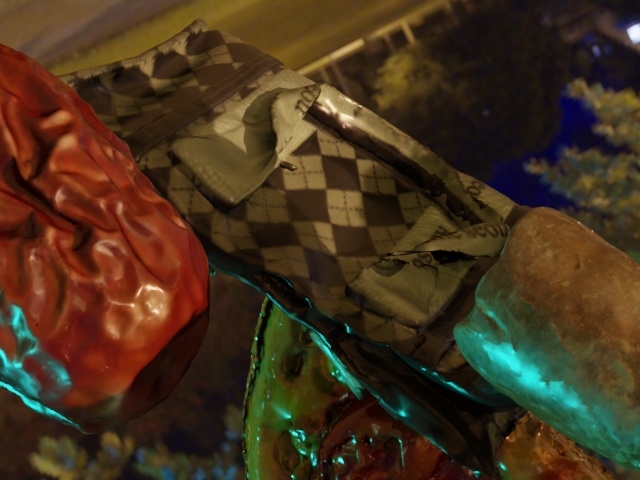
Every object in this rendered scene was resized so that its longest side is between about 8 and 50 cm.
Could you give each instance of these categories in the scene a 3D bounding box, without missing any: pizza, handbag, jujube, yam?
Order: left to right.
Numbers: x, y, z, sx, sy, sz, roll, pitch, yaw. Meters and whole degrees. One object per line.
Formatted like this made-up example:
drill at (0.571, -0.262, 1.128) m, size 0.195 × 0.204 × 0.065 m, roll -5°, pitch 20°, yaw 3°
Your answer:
jujube at (-0.154, -0.003, 0.716) m, size 0.155 × 0.230 × 0.155 m, roll -41°, pitch 154°, yaw -25°
handbag at (0.000, 0.000, 1.010) m, size 0.180 × 0.416 × 0.317 m, roll -63°, pitch 172°, yaw 20°
pizza at (0.104, 0.214, 1.194) m, size 0.406 × 0.440 × 0.130 m, roll 7°, pitch -163°, yaw 31°
yam at (0.146, 0.075, 0.368) m, size 0.061 × 0.253 × 0.061 m, roll -35°, pitch 145°, yaw -29°
